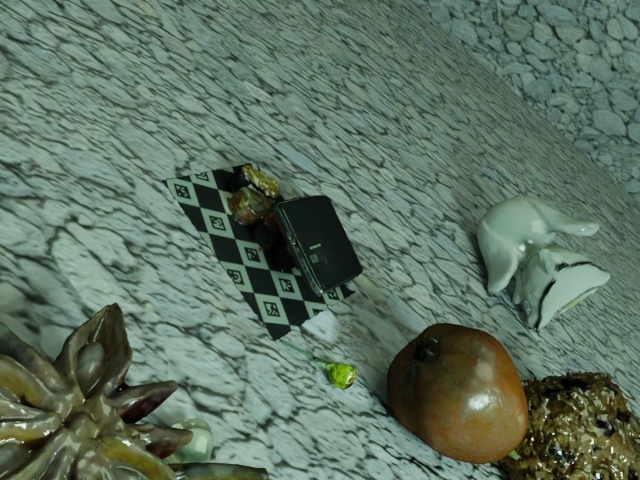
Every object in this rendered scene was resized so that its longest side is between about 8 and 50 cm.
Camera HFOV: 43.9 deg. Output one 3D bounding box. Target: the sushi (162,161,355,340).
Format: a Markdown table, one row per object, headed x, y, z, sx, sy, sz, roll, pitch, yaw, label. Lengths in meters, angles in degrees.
| x | y | z | sx | sy | sz | roll | pitch | yaw | label |
| --- | --- | --- | --- | --- | --- | --- | --- | --- | --- |
| -0.070 | -0.012 | 1.224 | 0.290 | 0.050 | 0.264 | 53 | 31 | 10 | sushi |

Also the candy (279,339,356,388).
| x | y | z | sx | sy | sz | roll | pitch | yaw | label |
| --- | --- | --- | --- | --- | --- | --- | --- | --- | --- |
| -0.004 | 0.169 | 1.115 | 0.123 | 0.035 | 0.035 | 32 | 72 | -9 | candy |

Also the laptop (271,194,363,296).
| x | y | z | sx | sy | sz | roll | pitch | yaw | label |
| --- | --- | --- | --- | --- | --- | --- | --- | --- | --- |
| 0.000 | 0.000 | 1.229 | 0.153 | 0.026 | 0.207 | 66 | 20 | 2 | laptop |

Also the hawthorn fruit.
| x | y | z | sx | sy | sz | roll | pitch | yaw | label |
| --- | --- | --- | --- | --- | --- | --- | --- | --- | --- |
| 0.216 | 0.242 | 1.163 | 0.251 | 0.200 | 0.199 | 52 | 27 | -19 | hawthorn fruit |

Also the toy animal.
| x | y | z | sx | sy | sz | roll | pitch | yaw | label |
| --- | --- | --- | --- | --- | --- | --- | --- | --- | --- |
| 0.447 | 0.034 | 1.687 | 0.289 | 0.249 | 0.174 | 25 | -25 | 38 | toy animal |

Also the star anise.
| x | y | z | sx | sy | sz | roll | pitch | yaw | label |
| --- | --- | --- | --- | --- | --- | --- | --- | --- | --- |
| -0.226 | 0.189 | 0.732 | 0.350 | 0.109 | 0.292 | -12 | 68 | -47 | star anise |

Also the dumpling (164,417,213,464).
| x | y | z | sx | sy | sz | roll | pitch | yaw | label |
| --- | --- | --- | --- | --- | --- | --- | --- | --- | --- |
| -0.146 | 0.223 | 0.859 | 0.060 | 0.043 | 0.077 | 17 | 55 | -16 | dumpling |

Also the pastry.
| x | y | z | sx | sy | sz | roll | pitch | yaw | label |
| --- | --- | --- | --- | --- | --- | --- | --- | --- | --- |
| 0.403 | 0.342 | 1.296 | 0.275 | 0.193 | 0.274 | 11 | 63 | -23 | pastry |
